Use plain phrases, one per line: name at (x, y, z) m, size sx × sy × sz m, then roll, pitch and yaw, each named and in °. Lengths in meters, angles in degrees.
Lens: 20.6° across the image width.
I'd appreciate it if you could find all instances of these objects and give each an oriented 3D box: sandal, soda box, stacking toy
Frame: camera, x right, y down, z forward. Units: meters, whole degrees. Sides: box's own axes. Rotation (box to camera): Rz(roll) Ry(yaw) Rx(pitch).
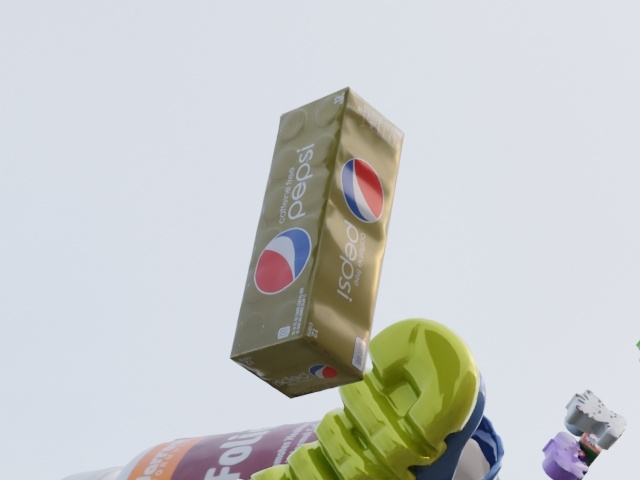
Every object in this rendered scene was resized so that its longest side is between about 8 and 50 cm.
sandal at (0.017, 0.199, 1.260) m, size 0.317 × 0.126 × 0.138 m, roll -41°, pitch -41°, yaw 14°
soda box at (0.000, 0.000, 1.071) m, size 0.061 × 0.181 × 0.058 m, roll -18°, pitch -42°, yaw 39°
stacking toy at (0.231, 0.178, 1.593) m, size 0.167 × 0.052 × 0.221 m, roll -57°, pitch -10°, yaw 31°

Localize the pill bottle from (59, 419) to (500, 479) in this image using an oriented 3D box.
pill bottle at (-0.052, 0.274, 1.522) m, size 0.392 × 0.224 × 0.224 m, roll -11°, pitch -29°, yaw 30°
